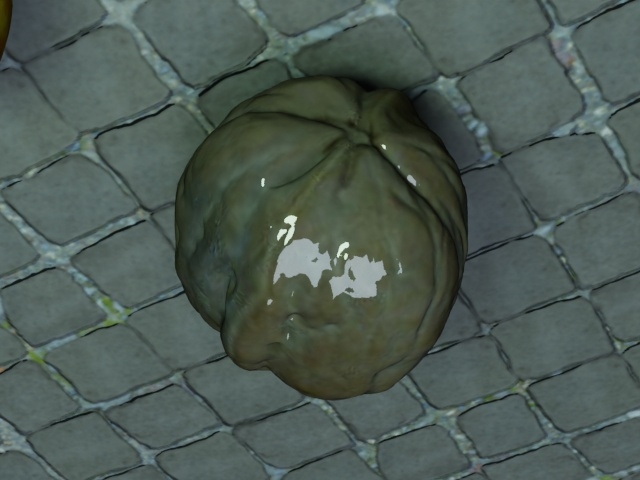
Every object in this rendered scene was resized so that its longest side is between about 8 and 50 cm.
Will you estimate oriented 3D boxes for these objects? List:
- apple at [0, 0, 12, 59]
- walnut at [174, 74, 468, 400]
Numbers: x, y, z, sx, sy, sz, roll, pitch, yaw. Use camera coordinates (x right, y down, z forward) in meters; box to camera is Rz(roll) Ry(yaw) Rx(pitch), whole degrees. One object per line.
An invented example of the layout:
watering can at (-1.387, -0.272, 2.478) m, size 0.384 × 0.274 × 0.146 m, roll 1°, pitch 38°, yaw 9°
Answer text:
apple at (-0.286, -0.142, 0.894) m, size 0.195 × 0.160 × 0.173 m, roll 7°, pitch 150°, yaw -30°
walnut at (0.000, 0.000, 1.028) m, size 0.224 × 0.224 × 0.224 m, roll -1°, pitch 134°, yaw -1°
